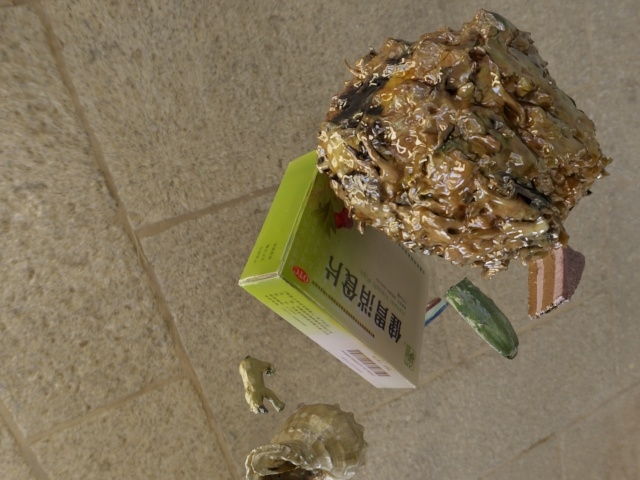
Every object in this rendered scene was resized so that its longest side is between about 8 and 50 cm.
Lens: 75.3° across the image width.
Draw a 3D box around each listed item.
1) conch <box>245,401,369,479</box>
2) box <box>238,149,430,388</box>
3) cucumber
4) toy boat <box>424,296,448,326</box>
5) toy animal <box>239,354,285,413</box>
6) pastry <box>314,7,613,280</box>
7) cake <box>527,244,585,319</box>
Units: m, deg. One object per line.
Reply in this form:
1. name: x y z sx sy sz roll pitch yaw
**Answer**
1. conch: -0.038 0.530 1.038 0.324 0.186 0.263 14 102 -21
2. box: 0.040 0.042 0.494 0.260 0.062 0.175 45 47 -34
3. cucumber: 0.599 0.277 1.502 0.105 0.325 0.145 -48 151 23
4. toy boat: 0.333 0.265 1.396 0.229 0.080 0.045 -36 102 -5
5. toy animal: -0.177 0.406 1.149 0.103 0.218 0.101 -29 131 1
6. pastry: 0.129 -0.101 0.392 0.275 0.274 0.192 5 134 -21
7. cake: 0.595 0.096 1.068 0.113 0.116 0.295 44 41 7
